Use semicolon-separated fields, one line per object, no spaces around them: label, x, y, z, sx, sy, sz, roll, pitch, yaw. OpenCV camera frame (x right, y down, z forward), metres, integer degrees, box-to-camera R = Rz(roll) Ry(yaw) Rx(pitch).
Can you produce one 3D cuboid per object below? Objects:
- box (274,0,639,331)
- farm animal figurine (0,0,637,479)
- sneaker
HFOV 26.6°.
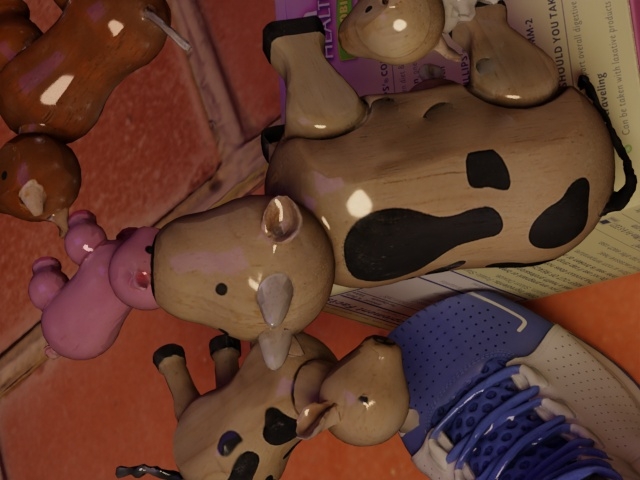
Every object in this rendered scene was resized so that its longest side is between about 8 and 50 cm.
box;0.104;-0.078;0.815;0.243;0.117;0.213;-18;67;34
farm animal figurine;0.000;0.000;0.652;0.327;0.330;0.172;-22;47;1
sneaker;0.127;0.133;0.677;0.127;0.182;0.315;-40;55;6
